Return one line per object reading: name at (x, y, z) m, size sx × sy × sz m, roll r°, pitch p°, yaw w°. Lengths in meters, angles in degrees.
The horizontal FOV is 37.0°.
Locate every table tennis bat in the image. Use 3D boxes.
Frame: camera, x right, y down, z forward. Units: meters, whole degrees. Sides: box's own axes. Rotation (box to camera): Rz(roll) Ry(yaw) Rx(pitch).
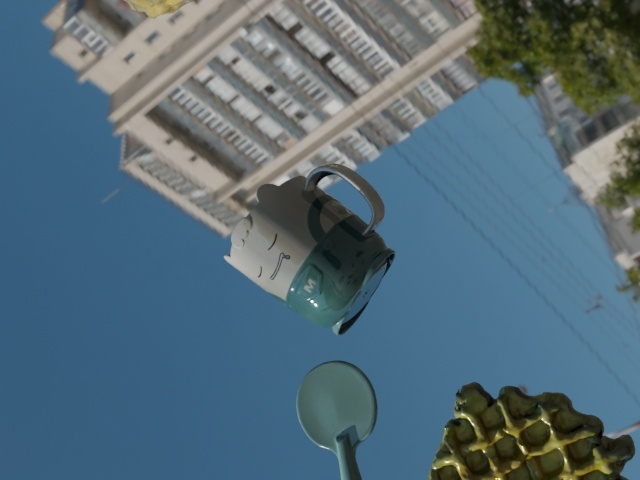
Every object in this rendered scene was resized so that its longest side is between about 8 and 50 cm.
table tennis bat at (0.037, 0.326, 1.653) m, size 0.038 × 0.149 × 0.237 m, roll 12°, pitch -116°, yaw -69°

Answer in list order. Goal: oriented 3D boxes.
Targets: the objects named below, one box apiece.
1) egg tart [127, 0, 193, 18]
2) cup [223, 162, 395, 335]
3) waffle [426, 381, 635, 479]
egg tart at (-0.087, -0.368, 0.626) m, size 0.178 × 0.443 × 0.443 m, roll 20°, pitch -139°, yaw -20°
cup at (0.000, 0.000, 1.770) m, size 0.257 × 0.290 × 0.219 m, roll 36°, pitch -155°, yaw 15°
waffle at (0.213, 0.262, 0.984) m, size 0.204 × 0.224 × 0.054 m, roll 19°, pitch -179°, yaw 12°
